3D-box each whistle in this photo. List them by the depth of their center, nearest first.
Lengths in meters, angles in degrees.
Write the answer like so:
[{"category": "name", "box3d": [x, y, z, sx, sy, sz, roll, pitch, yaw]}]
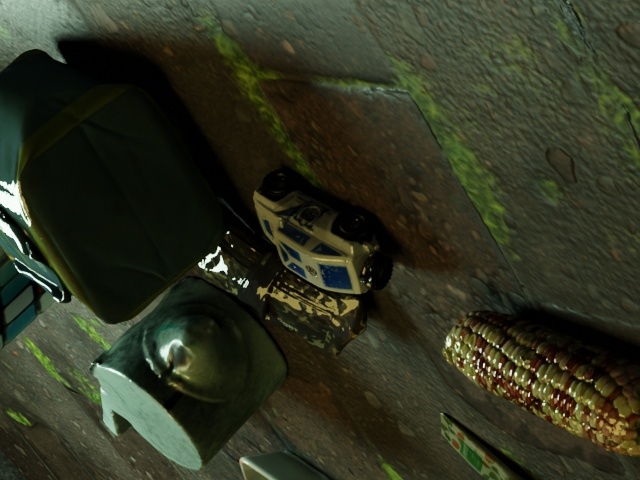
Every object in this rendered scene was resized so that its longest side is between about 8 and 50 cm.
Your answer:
[{"category": "whistle", "box3d": [-0.201, 0.168, 2.265, 0.188, 0.168, 0.404, 52, 156, -20]}]

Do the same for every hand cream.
[{"category": "hand cream", "box3d": [0.191, 0.254, 1.939, 0.165, 0.037, 0.057, 40, 158, 26]}]

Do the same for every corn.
[{"category": "corn", "box3d": [0.211, 0.121, 1.599, 0.253, 0.086, 0.086, 24, 150, 45]}]

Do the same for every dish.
[{"category": "dish", "box3d": [-0.023, 0.380, 2.469, 0.154, 0.064, 0.234, 31, 153, 28]}]

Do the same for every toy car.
[{"category": "toy car", "box3d": [0.000, 0.000, 1.761, 0.170, 0.070, 0.080, 30, 153, 32]}]

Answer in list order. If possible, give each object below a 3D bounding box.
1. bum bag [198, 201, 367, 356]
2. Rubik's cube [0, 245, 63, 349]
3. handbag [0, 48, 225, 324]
[{"category": "bum bag", "box3d": [-0.050, 0.047, 1.927, 0.248, 0.069, 0.102, 33, 119, 29]}, {"category": "Rubik's cube", "box3d": [-0.457, -0.027, 2.255, 0.259, 0.253, 0.256, 40, 157, 14]}, {"category": "handbag", "box3d": [-0.267, -0.062, 1.916, 0.241, 0.222, 0.263, 20, 150, 54]}]
